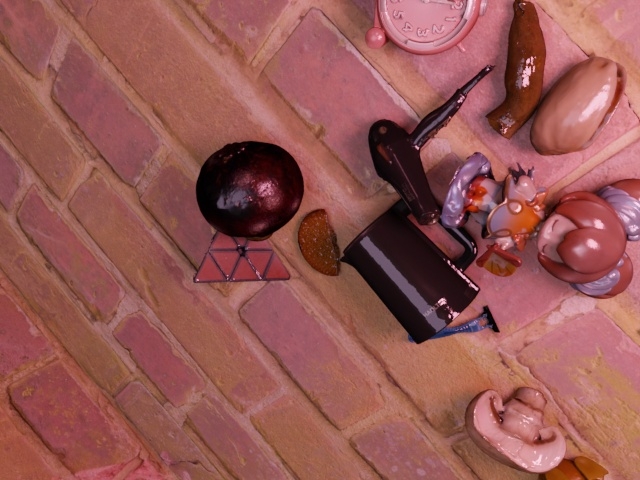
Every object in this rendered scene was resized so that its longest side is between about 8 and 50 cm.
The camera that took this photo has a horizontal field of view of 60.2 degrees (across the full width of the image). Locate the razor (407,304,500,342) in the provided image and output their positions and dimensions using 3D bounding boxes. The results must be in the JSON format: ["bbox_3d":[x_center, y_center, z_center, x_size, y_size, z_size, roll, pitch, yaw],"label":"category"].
[{"bbox_3d":[0.349,0.241,1.494,0.253,0.042,0.081,-19,102,36],"label":"razor"}]

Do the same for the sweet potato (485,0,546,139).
[{"bbox_3d":[0.413,-0.354,1.160,0.112,0.085,0.285,16,119,35],"label":"sweet potato"}]

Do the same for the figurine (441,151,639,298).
[{"bbox_3d":[0.487,-0.034,1.191,0.388,0.248,0.276,28,126,29],"label":"figurine"}]

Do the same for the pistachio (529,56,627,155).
[{"bbox_3d":[0.516,-0.264,1.118,0.223,0.126,0.152,-54,45,35],"label":"pistachio"}]

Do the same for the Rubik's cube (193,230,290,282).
[{"bbox_3d":[-0.269,0.048,1.707,0.229,0.228,0.233,-32,138,1],"label":"Rubik's cube"}]

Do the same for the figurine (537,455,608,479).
[{"bbox_3d":[0.649,0.684,1.449,0.215,0.215,0.228,-12,90,34],"label":"figurine"}]

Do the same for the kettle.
[{"bbox_3d":[0.237,0.066,1.387,0.308,0.203,0.262,49,129,7],"label":"kettle"}]

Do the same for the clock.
[{"bbox_3d":[0.234,-0.513,1.174,0.241,0.142,0.227,11,118,15],"label":"clock"}]

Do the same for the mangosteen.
[{"bbox_3d":[-0.190,-0.125,1.500,0.297,0.297,0.293,10,114,27],"label":"mangosteen"}]

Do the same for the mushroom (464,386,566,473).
[{"bbox_3d":[0.501,0.489,1.449,0.254,0.195,0.189,31,157,9],"label":"mushroom"}]

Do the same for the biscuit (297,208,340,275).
[{"bbox_3d":[-0.008,0.007,1.608,0.126,0.025,0.206,-1,110,30],"label":"biscuit"}]

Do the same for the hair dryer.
[{"bbox_3d":[0.267,-0.238,1.233,0.359,0.120,0.303,-46,48,29],"label":"hair dryer"}]
